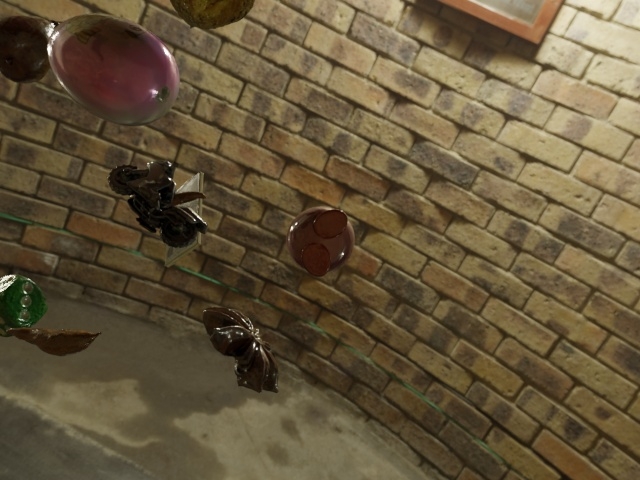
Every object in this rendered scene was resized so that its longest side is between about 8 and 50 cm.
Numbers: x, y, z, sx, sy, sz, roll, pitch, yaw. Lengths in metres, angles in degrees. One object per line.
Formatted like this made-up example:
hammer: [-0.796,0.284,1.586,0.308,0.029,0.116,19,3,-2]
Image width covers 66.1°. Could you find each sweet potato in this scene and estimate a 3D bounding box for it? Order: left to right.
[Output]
sweet potato: [-0.619,0.233,1.131,0.226,0.068,0.068,2,14,4]
sweet potato: [-0.412,-0.111,1.303,0.214,0.050,0.050,-1,12,9]

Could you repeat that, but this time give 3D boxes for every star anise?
star anise: [-0.218,0.308,1.395,0.315,0.108,0.315,54,6,-8]

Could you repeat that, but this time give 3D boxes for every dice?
dice: [-0.830,0.175,1.320,0.131,0.128,0.120,-11,31,24]

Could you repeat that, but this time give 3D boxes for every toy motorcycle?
toy motorcycle: [-0.366,-0.098,1.157,0.270,0.106,0.159,41,51,13]

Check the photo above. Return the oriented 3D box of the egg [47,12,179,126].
egg: [-0.397,-0.324,0.934,0.271,0.196,0.196,15,11,16]

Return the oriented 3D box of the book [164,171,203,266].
book: [-0.504,-0.078,1.821,0.021,0.217,0.310,22,50,-40]

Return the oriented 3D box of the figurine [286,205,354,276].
figurine: [0.000,0.000,1.191,0.173,0.173,0.173,25,15,-7]

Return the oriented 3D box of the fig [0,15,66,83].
fig: [-0.796,-0.562,1.378,0.145,0.170,0.274,-1,44,28]

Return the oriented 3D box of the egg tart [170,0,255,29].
egg tart: [-0.297,-0.692,1.344,0.232,0.252,0.098,19,51,-45]
